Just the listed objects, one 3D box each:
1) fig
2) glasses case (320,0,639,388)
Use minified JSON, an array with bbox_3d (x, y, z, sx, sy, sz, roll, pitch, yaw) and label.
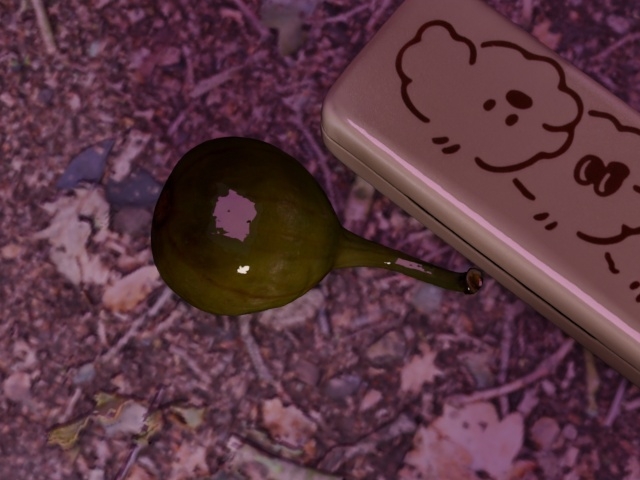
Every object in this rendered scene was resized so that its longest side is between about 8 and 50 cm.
[{"bbox_3d":[0.000,0.000,1.141,0.236,0.124,0.124,10,78,-17],"label":"fig"},{"bbox_3d":[0.166,-0.032,1.133,0.336,0.076,0.144,37,76,11],"label":"glasses case"}]
